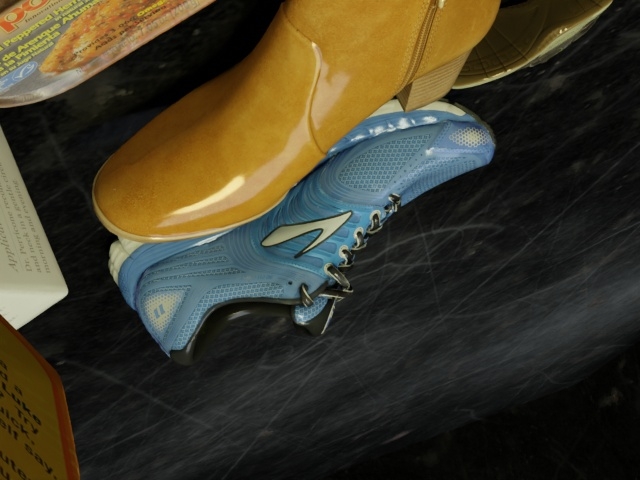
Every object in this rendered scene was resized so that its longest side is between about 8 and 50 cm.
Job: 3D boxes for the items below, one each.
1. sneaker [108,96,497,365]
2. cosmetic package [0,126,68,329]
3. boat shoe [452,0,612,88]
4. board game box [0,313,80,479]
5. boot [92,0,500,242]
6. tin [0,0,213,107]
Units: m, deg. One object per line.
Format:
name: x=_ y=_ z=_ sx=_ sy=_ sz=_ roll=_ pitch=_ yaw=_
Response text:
sneaker: x=0.000 y=0.000 z=1.140 sx=0.330 sy=0.147 sz=0.130 roll=-28 pitch=163 yaw=5
cosmetic package: x=-0.266 y=-0.003 z=0.744 sx=0.151 sy=0.151 sz=0.183 roll=-33 pitch=161 yaw=23
boat shoe: x=0.158 y=-0.154 z=1.067 sx=0.152 sy=0.056 sz=0.049 roll=-27 pitch=158 yaw=2
board game box: x=-0.287 y=0.081 z=0.262 sx=0.356 sy=0.356 sz=0.356 roll=-41 pitch=-161 yaw=-1
boot: x=-0.015 y=-0.121 z=0.872 sx=0.295 sy=0.104 sz=0.211 roll=-27 pitch=158 yaw=-16
tin: x=-0.123 y=-0.136 z=0.757 sx=0.189 sy=0.040 sz=0.106 roll=-29 pitch=167 yaw=10
